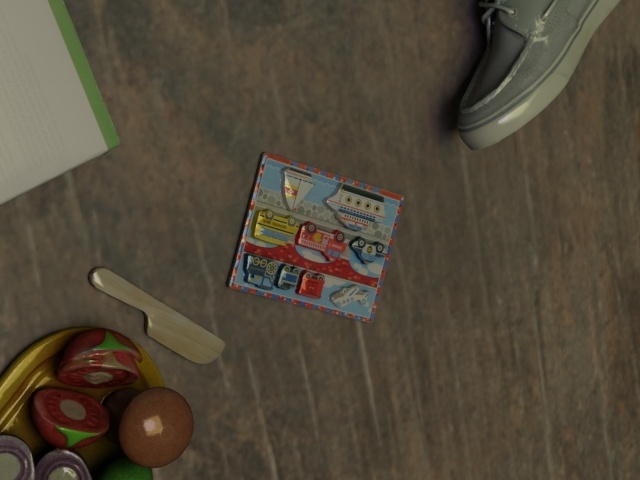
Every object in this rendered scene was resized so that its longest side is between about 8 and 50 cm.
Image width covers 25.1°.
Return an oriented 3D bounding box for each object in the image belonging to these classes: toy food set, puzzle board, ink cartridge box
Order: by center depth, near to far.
[{"bbox_3d":[-0.239,-0.079,0.757,0.235,0.056,0.171,-30,113,-27],"label":"ink cartridge box"},{"bbox_3d":[-0.143,0.127,0.903,0.128,0.071,0.218,44,73,-31],"label":"toy food set"},{"bbox_3d":[0.000,0.000,1.018,0.128,0.011,0.096,16,89,-36],"label":"puzzle board"}]

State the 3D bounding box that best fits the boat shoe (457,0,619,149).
[{"bbox_3d":[0.156,-0.168,1.065,0.081,0.079,0.227,46,67,-21],"label":"boat shoe"}]
